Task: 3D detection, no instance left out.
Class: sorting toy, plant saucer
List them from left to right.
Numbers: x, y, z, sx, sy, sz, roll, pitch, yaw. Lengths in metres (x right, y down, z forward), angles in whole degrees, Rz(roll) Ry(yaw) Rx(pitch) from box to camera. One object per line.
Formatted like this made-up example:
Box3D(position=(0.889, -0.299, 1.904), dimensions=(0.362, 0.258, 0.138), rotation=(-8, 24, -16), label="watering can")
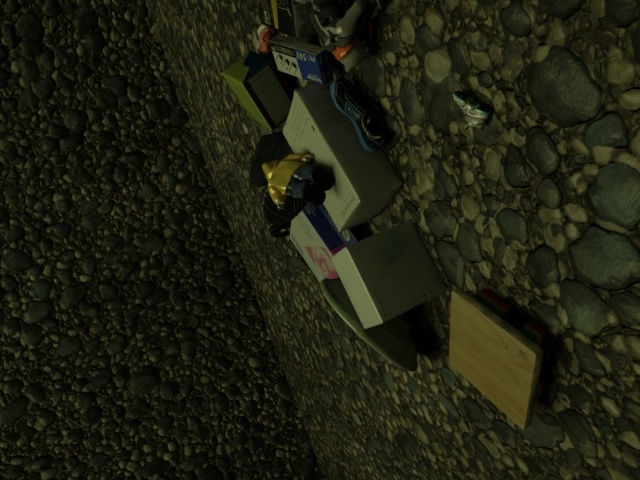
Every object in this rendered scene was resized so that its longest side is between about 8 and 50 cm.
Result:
Box3D(position=(0.176, 0.233, 1.696), dimensions=(0.400, 0.100, 0.400), rotation=(41, -172, -7), label="plant saucer")
Box3D(position=(0.428, 0.264, 1.286), dimensions=(0.257, 0.089, 0.255), rotation=(42, 148, 48), label="sorting toy")

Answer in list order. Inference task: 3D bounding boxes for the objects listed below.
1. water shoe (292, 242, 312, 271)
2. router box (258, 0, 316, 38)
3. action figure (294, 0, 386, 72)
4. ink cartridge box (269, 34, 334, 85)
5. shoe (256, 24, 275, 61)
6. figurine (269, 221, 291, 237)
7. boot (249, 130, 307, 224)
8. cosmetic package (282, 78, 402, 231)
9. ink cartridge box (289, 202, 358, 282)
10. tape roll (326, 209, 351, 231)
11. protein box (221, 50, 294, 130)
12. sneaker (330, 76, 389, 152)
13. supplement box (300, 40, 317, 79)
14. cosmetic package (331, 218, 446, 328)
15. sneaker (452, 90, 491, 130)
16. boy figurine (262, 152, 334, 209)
Box3D(position=(-0.059, 0.074, 2.285), dimensions=(0.203, 0.080, 0.073), rotation=(68, 160, -1), label="water shoe")
Box3D(position=(-0.110, -0.765, 1.555), dimensions=(0.243, 0.081, 0.309), rotation=(43, 149, 46), label="router box")
Box3D(position=(-0.004, -0.563, 1.341), dimensions=(0.330, 0.178, 0.341), rotation=(51, 166, -11), label="action figure")
Box3D(position=(-0.056, -0.520, 1.554), dimensions=(0.207, 0.046, 0.097), rotation=(31, 153, 38), label="ink cartridge box")
Box3D(position=(-0.176, -0.668, 1.849), dimensions=(0.081, 0.063, 0.178), rotation=(64, 164, 4), label="shoe")
Box3D(position=(-0.151, -0.118, 2.304), dimensions=(0.209, 0.092, 0.215), rotation=(0, 104, 62), label="figurine")
Box3D(position=(-0.170, -0.231, 1.934), dimensions=(0.146, 0.367, 0.445), rotation=(33, 170, -27), label="boot")
Box3D(position=(0.054, -0.246, 1.582), dimensions=(0.385, 0.156, 0.217), rotation=(62, 157, 17), label="cosmetic package")
Box3D(position=(0.000, 0.000, 1.893), dimensions=(0.324, 0.071, 0.330), rotation=(55, 156, 29), label="ink cartridge box")
Box3D(position=(0.010, -0.009, 2.050), dimensions=(0.392, 0.072, 0.392), rotation=(51, 154, 36), label="tape roll")
Box3D(position=(-0.205, -0.521, 1.875), dimensions=(0.200, 0.136, 0.201), rotation=(40, 168, 50), label="protein box")
Box3D(position=(0.111, -0.353, 1.453), dimensions=(0.232, 0.081, 0.090), rotation=(58, 156, 4), label="sneaker")
Box3D(position=(-0.041, -0.545, 1.641), dimensions=(0.036, 0.062, 0.098), rotation=(45, 150, 42), label="supplement box")
Box3D(position=(0.187, 0.093, 1.506), dimensions=(0.224, 0.225, 0.138), rotation=(64, 159, 7), label="cosmetic package")
Box3D(position=(0.305, -0.262, 1.121), dimensions=(0.098, 0.038, 0.069), rotation=(52, 154, 36), label="sneaker")
Box3D(position=(-0.088, -0.174, 1.577), dimensions=(0.092, 0.177, 0.285), rotation=(29, 175, -36), label="boy figurine")
